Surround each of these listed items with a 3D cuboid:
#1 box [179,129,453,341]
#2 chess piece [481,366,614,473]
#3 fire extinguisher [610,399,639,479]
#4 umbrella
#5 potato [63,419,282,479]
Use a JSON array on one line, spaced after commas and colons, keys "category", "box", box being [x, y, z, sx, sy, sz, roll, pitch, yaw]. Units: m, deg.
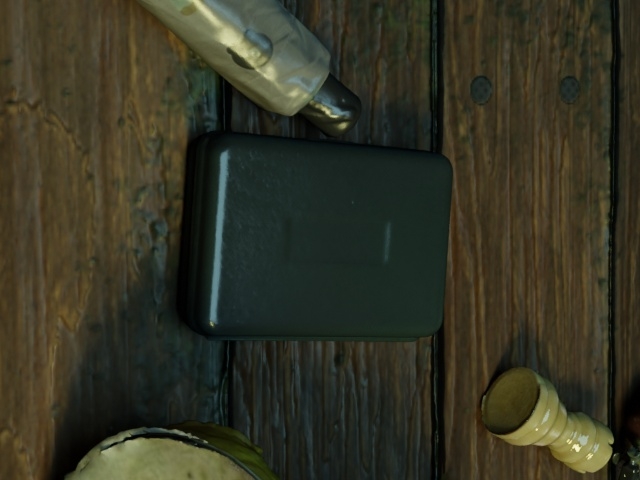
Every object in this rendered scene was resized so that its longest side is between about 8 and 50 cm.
[{"category": "box", "box": [0.000, 0.000, 1.185, 0.230, 0.050, 0.160, 3, 92, -32]}, {"category": "chess piece", "box": [0.203, 0.164, 1.322, 0.122, 0.066, 0.066, 34, 76, -35]}, {"category": "fire extinguisher", "box": [0.345, 0.161, 1.408, 0.231, 0.071, 0.099, -46, 143, -20]}, {"category": "umbrella", "box": [-0.093, -0.186, 1.104, 0.337, 0.067, 0.073, 40, 84, -29]}, {"category": "potato", "box": [-0.002, 0.314, 1.143, 0.397, 0.290, 0.296, 52, 27, 16]}]
